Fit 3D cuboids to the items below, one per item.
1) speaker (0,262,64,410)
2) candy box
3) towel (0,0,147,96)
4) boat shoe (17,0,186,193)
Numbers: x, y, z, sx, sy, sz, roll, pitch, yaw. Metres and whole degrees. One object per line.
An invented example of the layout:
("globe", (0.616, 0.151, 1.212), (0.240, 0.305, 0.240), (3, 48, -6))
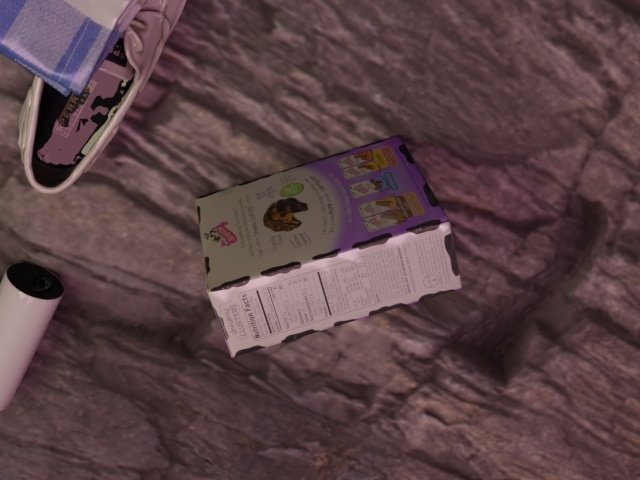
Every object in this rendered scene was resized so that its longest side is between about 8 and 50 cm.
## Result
("speaker", (-0.280, 0.087, 0.959), (0.055, 0.055, 0.136), (21, 115, -22))
("candy box", (0.000, 0.000, 0.898), (0.196, 0.165, 0.070), (-17, 121, -1))
("towel", (-0.175, -0.266, 0.725), (0.209, 0.034, 0.285), (34, 91, -20))
("boat shoe", (-0.166, -0.155, 0.817), (0.096, 0.088, 0.267), (25, 113, -23))
